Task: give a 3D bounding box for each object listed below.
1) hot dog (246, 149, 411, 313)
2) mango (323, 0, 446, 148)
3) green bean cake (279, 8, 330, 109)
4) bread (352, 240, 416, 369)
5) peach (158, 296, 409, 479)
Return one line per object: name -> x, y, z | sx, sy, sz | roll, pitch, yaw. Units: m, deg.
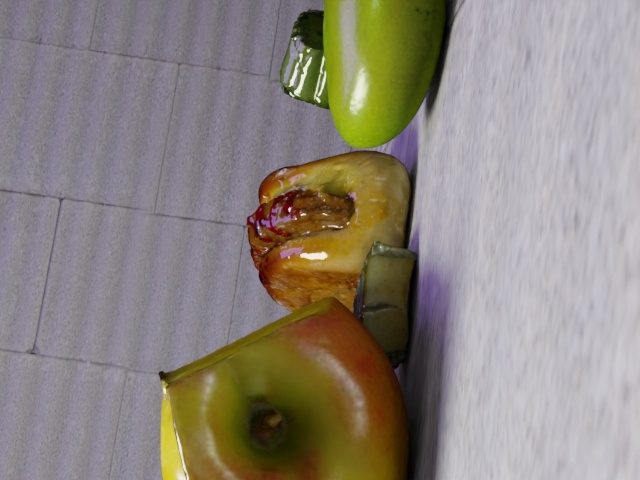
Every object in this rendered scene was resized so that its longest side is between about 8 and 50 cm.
hot dog -> 0.000, 0.002, 1.078 | 0.405, 0.223, 0.185 | 102, 179, -71
mango -> 0.077, -0.256, 0.854 | 0.185, 0.149, 0.273 | 126, 147, -73
green bean cake -> 0.046, -0.296, 1.176 | 0.200, 0.214, 0.113 | -82, 7, -55
bread -> 0.070, 0.079, 0.819 | 0.117, 0.064, 0.156 | 97, -179, -47
peach -> -0.035, 0.232, 0.722 | 0.306, 0.242, 0.380 | 71, 159, 9
